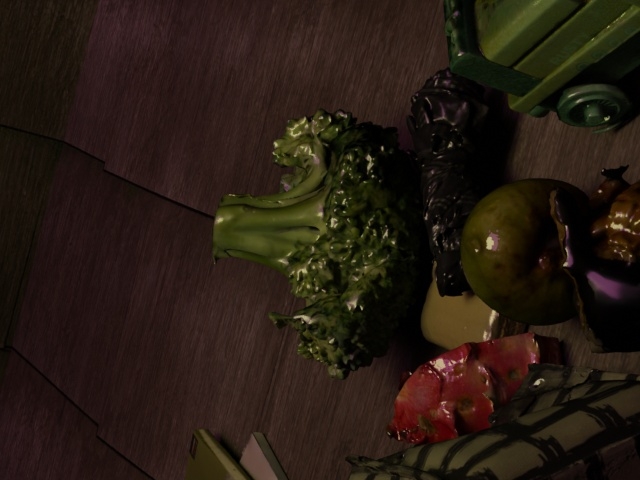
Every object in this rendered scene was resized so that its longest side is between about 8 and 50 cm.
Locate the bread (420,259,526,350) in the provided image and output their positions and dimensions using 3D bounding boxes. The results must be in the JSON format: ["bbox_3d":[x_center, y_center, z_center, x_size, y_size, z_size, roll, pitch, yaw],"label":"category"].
[{"bbox_3d":[0.204,0.090,2.026,0.178,0.060,0.139,19,95,61],"label":"bread"}]

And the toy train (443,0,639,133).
[{"bbox_3d":[0.321,-0.275,1.773,0.397,0.253,0.160,-38,46,47],"label":"toy train"}]

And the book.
[{"bbox_3d":[-0.160,0.486,2.507,0.352,0.035,0.239,37,120,60],"label":"book"}]

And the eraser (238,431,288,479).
[{"bbox_3d":[-0.098,0.395,2.472,0.104,0.023,0.150,-67,31,21],"label":"eraser"}]

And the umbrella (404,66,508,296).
[{"bbox_3d":[0.190,-0.087,2.041,0.336,0.128,0.154,-96,24,-43],"label":"umbrella"}]

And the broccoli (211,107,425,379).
[{"bbox_3d":[0.023,-0.009,2.166,0.338,0.317,0.277,-54,-7,-2],"label":"broccoli"}]

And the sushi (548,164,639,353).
[{"bbox_3d":[0.364,0.010,1.668,0.213,0.204,0.200,-29,-78,-83],"label":"sushi"}]

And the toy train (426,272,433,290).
[{"bbox_3d":[0.172,0.037,2.138,0.092,0.029,0.045,-66,24,22],"label":"toy train"}]

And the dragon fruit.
[{"bbox_3d":[0.178,0.225,1.917,0.274,0.161,0.126,-46,39,40],"label":"dragon fruit"}]

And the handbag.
[{"bbox_3d":[0.228,0.253,1.663,0.327,0.325,0.162,2,112,66],"label":"handbag"}]

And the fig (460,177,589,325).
[{"bbox_3d":[0.255,0.008,1.853,0.191,0.181,0.181,-111,37,-82],"label":"fig"}]
